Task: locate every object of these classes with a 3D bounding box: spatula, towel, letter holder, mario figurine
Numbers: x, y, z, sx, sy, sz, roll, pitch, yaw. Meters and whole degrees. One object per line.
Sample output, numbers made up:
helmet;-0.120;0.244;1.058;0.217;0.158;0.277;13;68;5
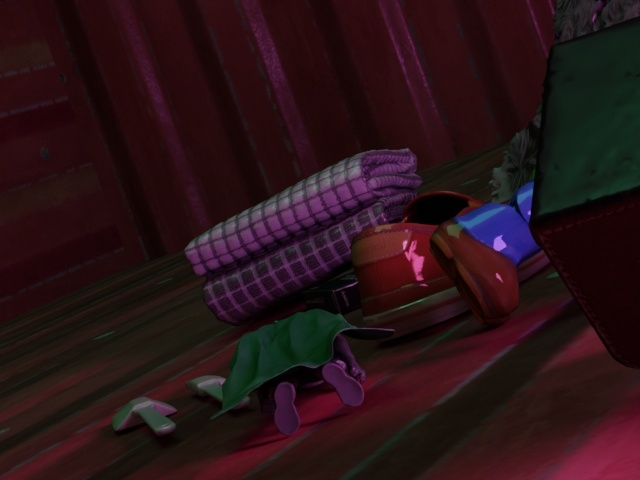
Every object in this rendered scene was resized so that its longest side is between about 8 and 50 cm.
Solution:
spatula;-0.087;0.130;1.431;0.168;0.019;0.242;-16;5;-11
towel;0.000;0.000;1.971;0.235;0.121;0.284;-27;-4;16
letter holder;0.292;-0.025;0.882;0.302;0.214;0.152;-17;37;26
mario figurine;0.246;-0.035;1.259;0.320;0.170;0.198;-35;28;1

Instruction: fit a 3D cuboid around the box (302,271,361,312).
box;0.071;0.036;1.804;0.162;0.029;0.116;-23;4;-17

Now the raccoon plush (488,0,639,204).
raccoon plush;0.396;-0.196;1.871;0.299;0.216;0.446;8;-40;-24

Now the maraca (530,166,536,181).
maraca;0.261;-0.065;1.730;0.186;0.099;0.127;-35;27;41

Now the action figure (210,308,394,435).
action figure;-0.016;0.088;1.271;0.137;0.063;0.232;-21;8;-2

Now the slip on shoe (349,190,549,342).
slip on shoe;0.125;-0.001;1.527;0.123;0.101;0.331;-20;2;31
